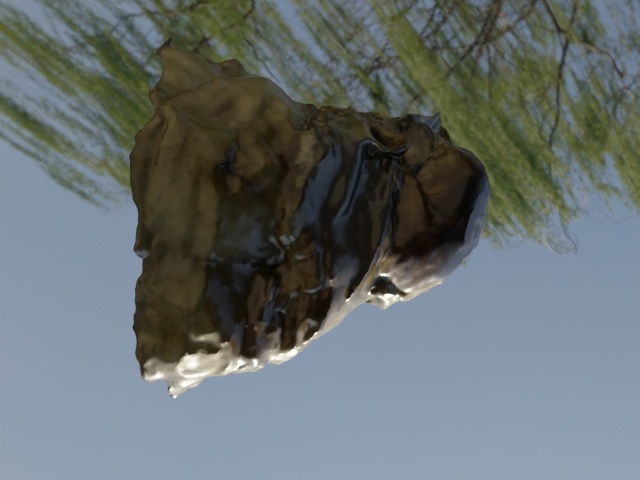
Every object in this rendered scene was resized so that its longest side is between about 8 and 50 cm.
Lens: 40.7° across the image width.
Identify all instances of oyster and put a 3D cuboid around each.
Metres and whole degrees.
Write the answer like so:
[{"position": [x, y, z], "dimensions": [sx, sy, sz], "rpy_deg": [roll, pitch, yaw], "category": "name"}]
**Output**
[{"position": [0.006, -0.015, 0.430], "dimensions": [0.107, 0.233, 0.161], "rpy_deg": [15, -70, 35], "category": "oyster"}]
